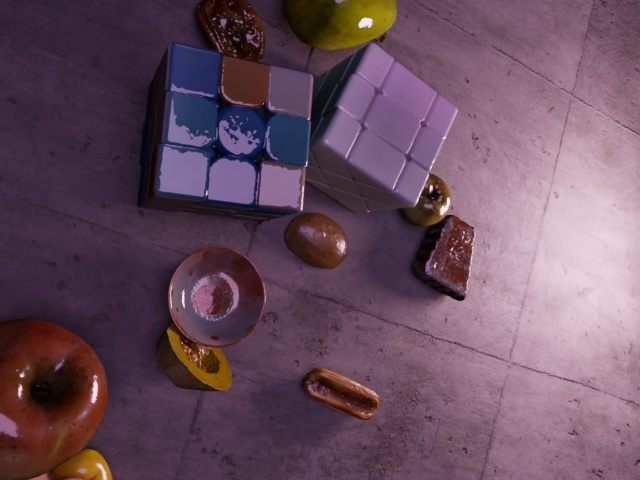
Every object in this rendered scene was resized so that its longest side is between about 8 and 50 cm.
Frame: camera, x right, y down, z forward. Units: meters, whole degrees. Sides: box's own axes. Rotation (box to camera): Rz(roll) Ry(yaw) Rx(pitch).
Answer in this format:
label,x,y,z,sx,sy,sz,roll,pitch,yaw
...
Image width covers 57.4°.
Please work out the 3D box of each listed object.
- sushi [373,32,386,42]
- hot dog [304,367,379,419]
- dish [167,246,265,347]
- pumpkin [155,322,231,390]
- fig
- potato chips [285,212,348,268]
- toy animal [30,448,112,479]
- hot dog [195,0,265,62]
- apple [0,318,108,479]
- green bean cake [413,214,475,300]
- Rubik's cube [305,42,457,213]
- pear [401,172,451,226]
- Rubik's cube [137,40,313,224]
label,x,y,z,sx,sy,sz,roll,pitch,yaw
sushi,0.171,-0.663,1.791,0.061,0.060,0.118,-33,100,-17
hot dog,0.061,0.444,1.698,0.249,0.068,0.100,30,89,-18
dish,-0.280,0.150,1.541,0.260,0.085,0.260,5,80,-28
pumpkin,-0.334,0.309,1.472,0.110,0.217,0.217,-37,105,11
fig,0.067,-0.667,1.645,0.326,0.258,0.258,-4,90,-31
potato chips,0.000,0.000,1.698,0.202,0.049,0.150,36,80,-25
toy animal,-0.595,0.603,1.298,0.345,0.247,0.277,44,70,-17
hot dog,-0.242,-0.565,1.583,0.160,0.099,0.227,-38,100,-21
apple,-0.642,0.351,1.256,0.338,0.305,0.338,24,48,-30
green bean cake,0.409,0.050,1.853,0.198,0.097,0.232,27,77,-20
Rubik's cube,0.121,-0.288,1.615,0.319,0.322,0.316,30,75,-22
pear,0.321,-0.126,1.797,0.167,0.136,0.167,1,87,-19
Rubik's cube,-0.244,-0.236,1.434,0.347,0.347,0.344,6,85,-25
